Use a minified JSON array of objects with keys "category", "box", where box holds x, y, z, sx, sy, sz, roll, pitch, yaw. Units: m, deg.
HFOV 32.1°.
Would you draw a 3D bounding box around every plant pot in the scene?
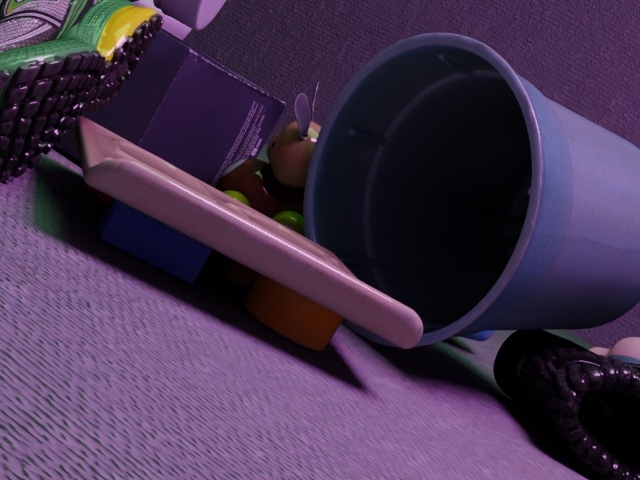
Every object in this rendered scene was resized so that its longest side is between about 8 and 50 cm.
[{"category":"plant pot","box":[0.216,-0.032,1.303,0.334,0.341,0.341,11,18,-42]}]

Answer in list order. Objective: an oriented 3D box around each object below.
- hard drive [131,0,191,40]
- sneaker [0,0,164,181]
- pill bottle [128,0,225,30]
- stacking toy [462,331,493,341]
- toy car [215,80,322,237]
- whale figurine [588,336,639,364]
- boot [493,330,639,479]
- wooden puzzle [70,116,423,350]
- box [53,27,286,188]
[{"category":"hard drive","box":[-0.372,-0.318,1.659,0.307,0.203,0.040,18,42,-45]},{"category":"sneaker","box":[-0.268,-0.162,0.985,0.146,0.134,0.343,34,24,-4]},{"category":"pill bottle","box":[-0.283,-0.450,1.438,0.392,0.224,0.224,30,6,-1]},{"category":"stacking toy","box":[0.134,0.037,1.682,0.175,0.166,0.302,16,-1,-33]},{"category":"toy car","box":[-0.044,-0.103,1.377,0.149,0.188,0.155,19,23,5]},{"category":"whale figurine","box":[0.517,0.259,1.825,0.216,0.141,0.272,31,-19,-3]},{"category":"boot","box":[0.387,0.219,1.311,0.348,0.131,0.260,18,2,-13]},{"category":"wooden puzzle","box":[-0.097,0.002,1.069,0.322,0.080,0.348,29,1,-19]},{"category":"box","box":[-0.270,-0.208,1.413,0.343,0.179,0.312,32,5,19]}]
